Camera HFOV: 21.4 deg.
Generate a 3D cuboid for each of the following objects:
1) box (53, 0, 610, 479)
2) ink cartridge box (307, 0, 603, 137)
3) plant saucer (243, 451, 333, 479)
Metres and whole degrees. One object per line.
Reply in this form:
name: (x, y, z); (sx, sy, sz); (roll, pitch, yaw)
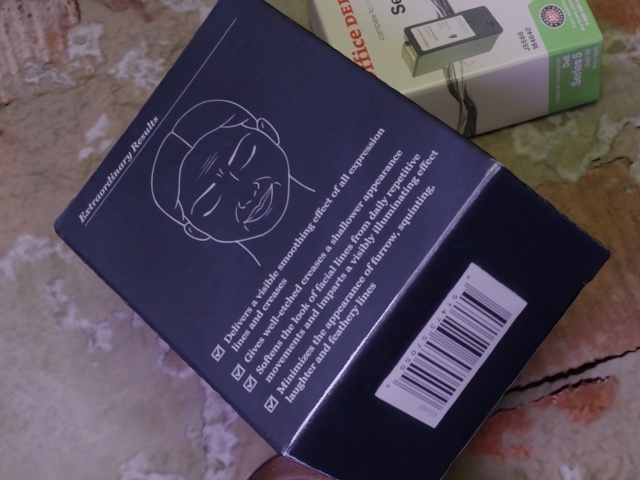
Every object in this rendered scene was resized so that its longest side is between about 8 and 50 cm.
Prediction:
box: (0.000, 0.000, 1.520); (0.293, 0.212, 0.395); (-53, 49, 4)
ink cartridge box: (0.138, -0.218, 1.804); (0.272, 0.115, 0.198); (-16, 59, -4)
plant saucer: (-0.005, 0.282, 1.516); (0.198, 0.036, 0.199); (15, 62, -30)
